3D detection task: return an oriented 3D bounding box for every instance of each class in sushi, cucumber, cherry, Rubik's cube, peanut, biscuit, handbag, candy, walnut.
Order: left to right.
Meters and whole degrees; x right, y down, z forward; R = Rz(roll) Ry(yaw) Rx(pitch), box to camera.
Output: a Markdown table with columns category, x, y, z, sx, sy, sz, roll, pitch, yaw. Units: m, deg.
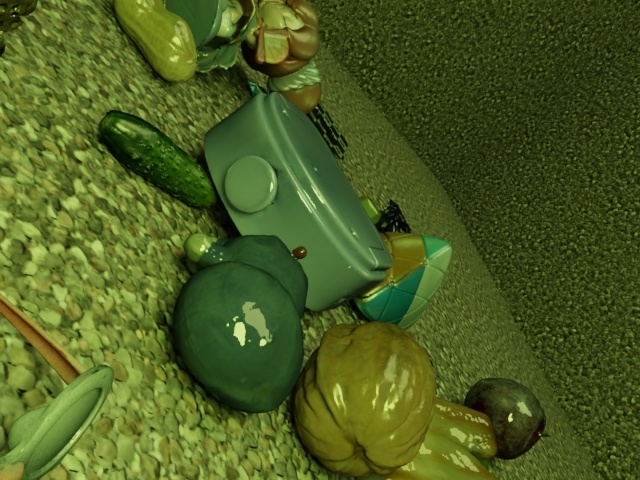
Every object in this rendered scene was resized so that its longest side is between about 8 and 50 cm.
| category | x | y | z | sx | sy | sz | roll | pitch | yaw |
| --- | --- | --- | --- | --- | --- | --- | --- | --- | --- |
| peanut | -0.298 | -0.382 | 1.113 | 0.214 | 0.098 | 0.090 | 51 | 44 | -6 |
| cucumber | -0.220 | -0.108 | 0.886 | 0.227 | 0.069 | 0.069 | 41 | 23 | -44 |
| candy | -0.141 | -0.345 | 1.542 | 0.136 | 0.038 | 0.088 | 57 | 7 | 6 |
| sushi | -0.004 | -0.334 | 1.844 | 0.215 | 0.050 | 0.192 | 55 | 21 | -18 |
| walnut | 0.060 | 0.205 | 0.838 | 0.213 | 0.213 | 0.213 | 47 | 20 | -23 |
| Rubik's cube | 0.138 | 0.094 | 1.364 | 0.254 | 0.254 | 0.254 | 47 | 20 | -23 |
| handbag | 0.195 | -0.001 | 1.658 | 0.162 | 0.113 | 0.260 | 54 | 14 | -19 |
| biscuit | 0.174 | 0.337 | 0.983 | 0.290 | 0.062 | 0.237 | 21 | 32 | -19 |
| cherry | 0.428 | 0.410 | 1.448 | 0.195 | 0.195 | 0.195 | 47 | 20 | -23 |

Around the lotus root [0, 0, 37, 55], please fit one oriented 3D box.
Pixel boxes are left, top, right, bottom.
| category | x | y | z | sx | sy | sz | roll | pitch | yaw |
| --- | --- | --- | --- | --- | --- | --- | --- | --- | --- |
| lotus root | -0.410 | -0.345 | 0.719 | 0.241 | 0.124 | 0.123 | 61 | 8 | 15 |

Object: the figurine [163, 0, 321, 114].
| category | x | y | z | sx | sy | sz | roll | pitch | yaw |
| --- | --- | --- | --- | --- | --- | --- | --- | --- | --- |
| figurine | -0.148 | -0.444 | 1.374 | 0.388 | 0.248 | 0.277 | -5 | 59 | -49 |

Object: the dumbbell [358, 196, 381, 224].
| category | x | y | z | sx | sy | sz | roll | pitch | yaw |
| --- | --- | --- | --- | --- | --- | --- | --- | --- | --- |
| dumbbell | 0.148 | 0.039 | 1.480 | 0.302 | 0.108 | 0.121 | 57 | 10 | 3 |

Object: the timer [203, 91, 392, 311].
| category | x | y | z | sx | sy | sz | roll | pitch | yaw |
| --- | --- | --- | --- | --- | --- | --- | --- | --- | --- |
| timer | -0.054 | -0.062 | 1.036 | 0.395 | 0.173 | 0.395 | 54 | 15 | -21 |

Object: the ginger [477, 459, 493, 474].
| category | x | y | z | sx | sy | sz | roll | pitch | yaw |
| --- | --- | --- | --- | --- | --- | --- | --- | --- | --- |
| ginger | 0.250 | 0.421 | 1.122 | 0.290 | 0.089 | 0.137 | 33 | 41 | -55 |

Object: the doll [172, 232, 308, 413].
| category | x | y | z | sx | sy | sz | roll | pitch | yaw |
| --- | --- | --- | --- | --- | --- | --- | --- | --- | --- |
| doll | -0.090 | 0.096 | 0.761 | 0.228 | 0.154 | 0.258 | 53 | 25 | -19 |

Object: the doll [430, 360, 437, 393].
| category | x | y | z | sx | sy | sz | roll | pitch | yaw |
| --- | --- | --- | --- | --- | --- | --- | --- | --- | --- |
| doll | 0.181 | 0.279 | 1.191 | 0.127 | 0.088 | 0.248 | 61 | 15 | 17 |

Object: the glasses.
| category | x | y | z | sx | sy | sz | roll | pitch | yaw |
| --- | --- | --- | --- | --- | --- | --- | --- | --- | --- |
| glasses | -0.297 | 0.075 | 0.425 | 0.268 | 0.118 | 0.234 | 39 | 16 | 15 |
